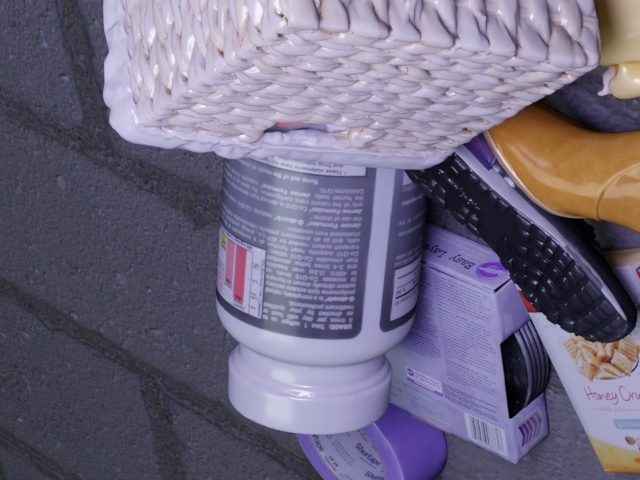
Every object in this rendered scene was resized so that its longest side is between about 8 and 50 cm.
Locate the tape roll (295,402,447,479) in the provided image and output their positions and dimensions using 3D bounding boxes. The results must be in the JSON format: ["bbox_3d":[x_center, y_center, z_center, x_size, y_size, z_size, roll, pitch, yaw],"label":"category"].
[{"bbox_3d":[0.057,0.233,2.252,0.189,0.080,0.189,33,143,29],"label":"tape roll"}]

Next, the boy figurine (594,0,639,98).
[{"bbox_3d":[0.263,-0.204,1.558,0.285,0.092,0.177,10,115,45],"label":"boy figurine"}]

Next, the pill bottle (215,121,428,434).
[{"bbox_3d":[0.000,0.000,1.893,0.210,0.210,0.362,23,118,39],"label":"pill bottle"}]

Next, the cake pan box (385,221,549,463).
[{"bbox_3d":[0.129,0.097,2.044,0.267,0.070,0.245,22,138,40],"label":"cake pan box"}]

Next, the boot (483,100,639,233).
[{"bbox_3d":[0.297,-0.078,1.634,0.295,0.104,0.211,42,142,3],"label":"boot"}]

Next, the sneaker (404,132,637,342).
[{"bbox_3d":[0.214,-0.036,1.753,0.283,0.124,0.107,47,152,3],"label":"sneaker"}]

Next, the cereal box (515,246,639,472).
[{"bbox_3d":[0.306,0.122,1.854,0.173,0.047,0.240,-9,113,55],"label":"cereal box"}]

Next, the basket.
[{"bbox_3d":[0.017,-0.251,1.516,0.266,0.328,0.331,-24,67,55],"label":"basket"}]
